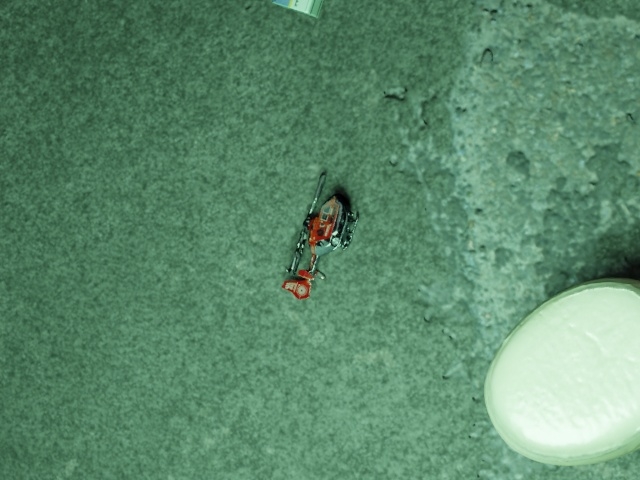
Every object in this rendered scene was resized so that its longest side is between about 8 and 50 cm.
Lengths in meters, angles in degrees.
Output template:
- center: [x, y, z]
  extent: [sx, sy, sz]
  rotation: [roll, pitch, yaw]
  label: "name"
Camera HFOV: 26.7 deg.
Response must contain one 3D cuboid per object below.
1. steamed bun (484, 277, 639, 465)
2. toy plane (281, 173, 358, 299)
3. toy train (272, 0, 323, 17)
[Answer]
- center: [0.284, 0.140, 1.403]
  extent: [0.228, 0.131, 0.177]
  rotation: [-35, 72, 17]
  label: "steamed bun"
- center: [0.000, 0.000, 1.538]
  extent: [0.060, 0.037, 0.145]
  rotation: [22, 97, 20]
  label: "toy plane"
- center: [0.006, -0.371, 1.516]
  extent: [0.051, 0.052, 0.233]
  rotation: [20, 97, 13]
  label: "toy train"
